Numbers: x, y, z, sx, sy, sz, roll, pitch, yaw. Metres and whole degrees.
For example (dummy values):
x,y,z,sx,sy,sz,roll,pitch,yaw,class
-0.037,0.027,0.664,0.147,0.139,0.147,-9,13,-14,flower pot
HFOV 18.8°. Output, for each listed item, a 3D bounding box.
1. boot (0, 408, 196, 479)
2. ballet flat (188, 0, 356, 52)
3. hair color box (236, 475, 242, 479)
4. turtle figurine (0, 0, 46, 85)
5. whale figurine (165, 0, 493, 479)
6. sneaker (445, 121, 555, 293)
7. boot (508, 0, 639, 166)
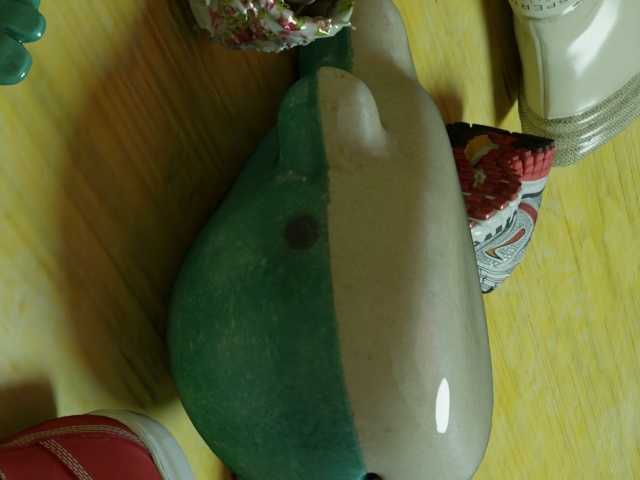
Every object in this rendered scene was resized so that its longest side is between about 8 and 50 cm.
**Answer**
x,y,z,sx,sy,sz,roll,pitch,yaw,class
-0.078,0.181,0.711,0.244,0.088,0.176,61,21,12,boot
-0.034,-0.167,0.779,0.091,0.077,0.241,-66,153,-26,ballet flat
0.013,0.102,1.044,0.167,0.053,0.093,-36,134,-56,hair color box
-0.142,-0.095,0.503,0.175,0.118,0.234,-33,156,-12,turtle figurine
0.000,0.000,0.910,0.216,0.141,0.272,70,14,-52,whale figurine
0.080,-0.003,1.107,0.225,0.088,0.093,-26,125,-62,sneaker
0.190,-0.196,1.261,0.262,0.095,0.203,-60,150,-34,boot
